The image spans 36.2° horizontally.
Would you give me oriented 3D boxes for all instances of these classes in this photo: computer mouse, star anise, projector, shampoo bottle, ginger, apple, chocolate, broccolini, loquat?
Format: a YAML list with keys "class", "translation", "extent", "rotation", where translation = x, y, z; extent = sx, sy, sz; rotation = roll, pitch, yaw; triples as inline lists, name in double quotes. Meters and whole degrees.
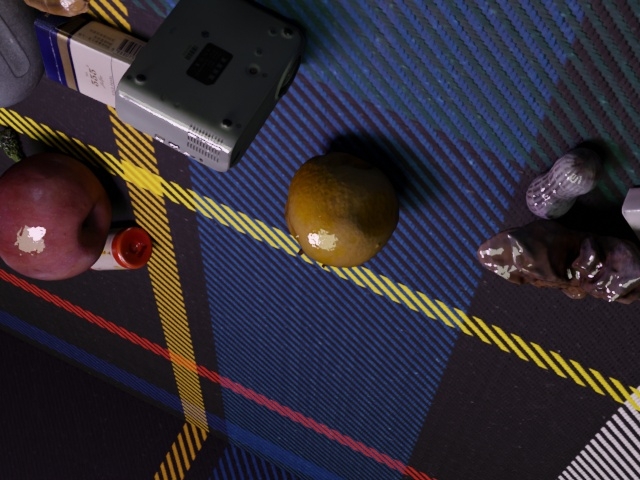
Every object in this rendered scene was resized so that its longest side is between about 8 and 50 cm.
- class: "computer mouse"
  translation: [-0.589, -0.365, 1.775]
  extent: [0.114, 0.203, 0.374]
  rotation: [38, 165, 20]
- class: "star anise"
  translation: [0.400, 0.037, 1.520]
  extent: [0.315, 0.108, 0.315]
  rotation: [15, 180, 0]
- class: "projector"
  translation: [-0.161, -0.251, 1.484]
  extent: [0.198, 0.250, 0.108]
  rotation: [29, 152, 4]
- class: "shampoo bottle"
  translation: [-0.541, 0.023, 2.478]
  extent: [0.278, 0.104, 0.104]
  rotation: [-4, 138, 47]
- class: "ginger"
  translation: [-0.461, -0.430, 1.667]
  extent: [0.190, 0.069, 0.095]
  rotation: [18, 120, 23]
- class: "apple"
  translation: [-0.606, -0.053, 2.232]
  extent: [0.235, 0.305, 0.305]
  rotation: [10, 148, 18]
- class: "chocolate"
  translation: [0.362, -0.083, 1.463]
  extent: [0.072, 0.072, 0.167]
  rotation: [32, 151, -4]
- class: "broccolini"
  translation: [-0.729, -0.196, 2.364]
  extent: [0.054, 0.051, 0.239]
  rotation: [18, 158, 9]
- class: "loquat"
  translation: [0.037, -0.045, 1.691]
  extent: [0.213, 0.213, 0.213]
  rotation: [23, 152, 13]

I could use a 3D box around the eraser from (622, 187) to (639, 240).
- class: "eraser"
  translation: [0.551, -0.035, 1.382]
  extent: [0.225, 0.052, 0.095]
  rotation: [-1, 142, 46]

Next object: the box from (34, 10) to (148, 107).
- class: "box"
  translation: [-0.387, -0.317, 1.785]
  extent: [0.259, 0.071, 0.168]
  rotation: [26, 153, 8]
